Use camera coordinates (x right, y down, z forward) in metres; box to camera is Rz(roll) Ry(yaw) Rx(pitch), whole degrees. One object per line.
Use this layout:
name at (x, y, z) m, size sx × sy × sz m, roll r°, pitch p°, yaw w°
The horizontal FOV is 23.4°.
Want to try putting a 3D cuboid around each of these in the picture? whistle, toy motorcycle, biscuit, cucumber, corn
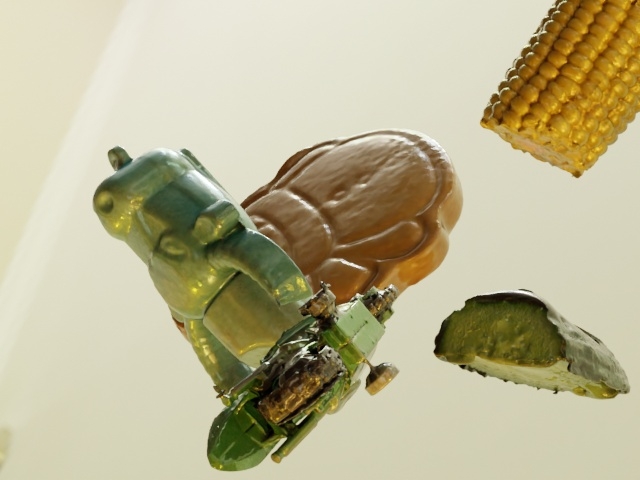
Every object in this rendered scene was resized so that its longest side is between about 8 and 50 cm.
whistle at (-0.073, 0.026, 1.195) m, size 0.093 × 0.274 × 0.186 m, roll -37°, pitch 166°, yaw -30°
toy motorcycle at (-0.008, 0.080, 0.976) m, size 0.106 × 0.074 × 0.190 m, roll -40°, pitch 180°, yaw 24°
biscuit at (0.000, 0.000, 1.691) m, size 0.351 × 0.057 × 0.312 m, roll -41°, pitch -148°, yaw -15°
cucumber at (0.212, 0.102, 1.473) m, size 0.115 × 0.193 × 0.085 m, roll -10°, pitch -119°, yaw 42°
corn at (0.188, -0.147, 0.871) m, size 0.248 × 0.081 × 0.081 m, roll -54°, pitch -159°, yaw -2°
